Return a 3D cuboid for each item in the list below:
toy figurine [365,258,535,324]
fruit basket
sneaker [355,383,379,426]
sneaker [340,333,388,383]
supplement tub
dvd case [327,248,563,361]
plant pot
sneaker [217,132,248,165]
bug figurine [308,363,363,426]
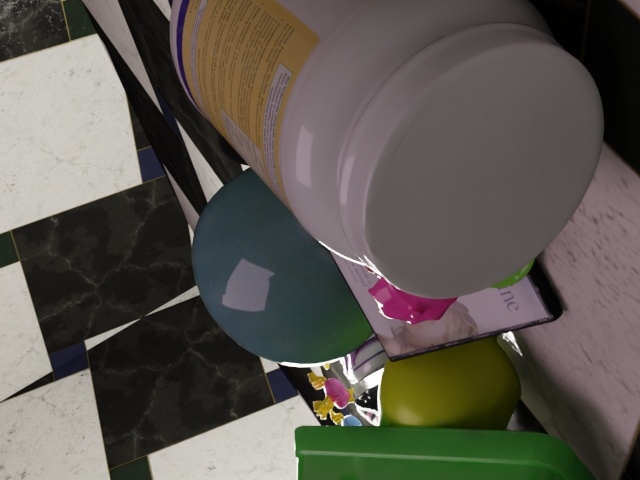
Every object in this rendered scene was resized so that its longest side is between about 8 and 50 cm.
[{"bbox_3d":[0.098,0.011,1.059,0.173,0.159,0.130,34,134,23],"label":"toy figurine"},{"bbox_3d":[0.162,0.261,1.336,0.283,0.392,0.392,50,178,-41],"label":"fruit basket"},{"bbox_3d":[0.153,0.339,1.987,0.131,0.112,0.319,64,170,-8],"label":"sneaker"},{"bbox_3d":[0.058,0.172,2.008,0.161,0.102,0.282,62,169,-1],"label":"sneaker"},{"bbox_3d":[0.042,-0.127,0.877,0.331,0.241,0.241,48,165,46],"label":"supplement tub"},{"bbox_3d":[0.123,0.032,1.186,0.253,0.022,0.180,-22,99,47],"label":"dvd case"},{"bbox_3d":[0.000,0.000,1.417,0.290,0.290,0.195,58,149,6],"label":"plant pot"},{"bbox_3d":[0.018,-0.150,1.329,0.270,0.145,0.090,10,144,25],"label":"sneaker"},{"bbox_3d":[0.034,0.272,2.165,0.216,0.072,0.279,53,-158,-56],"label":"bug figurine"}]
